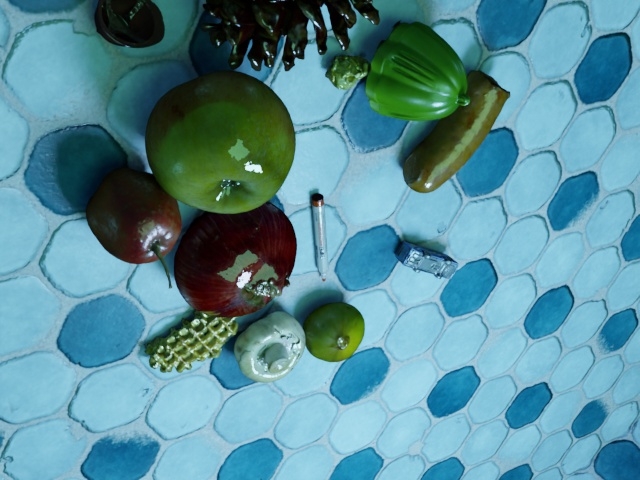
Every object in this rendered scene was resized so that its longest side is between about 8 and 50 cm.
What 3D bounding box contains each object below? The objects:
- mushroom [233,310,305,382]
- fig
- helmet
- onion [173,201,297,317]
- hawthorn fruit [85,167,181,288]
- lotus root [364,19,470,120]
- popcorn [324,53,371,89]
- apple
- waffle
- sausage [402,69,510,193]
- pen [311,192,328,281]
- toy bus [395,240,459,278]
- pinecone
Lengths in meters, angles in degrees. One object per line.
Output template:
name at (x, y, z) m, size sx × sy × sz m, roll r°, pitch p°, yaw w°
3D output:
mushroom at (-0.099, 0.219, 1.848) m, size 0.154 × 0.122 × 0.154 m, roll -13°, pitch 123°, yaw -20°
fig at (0.028, 0.195, 1.924) m, size 0.136 × 0.120 × 0.153 m, roll -61°, pitch 156°, yaw 11°
helmet at (-0.295, -0.322, 1.353) m, size 0.111 × 0.057 × 0.089 m, roll 3°, pitch 78°, yaw -41°
onion at (-0.147, 0.037, 1.666) m, size 0.248 × 0.161 × 0.248 m, roll -7°, pitch 104°, yaw -30°
hawthorn fruit at (-0.290, -0.023, 1.476) m, size 0.162 × 0.203 × 0.163 m, roll -20°, pitch 130°, yaw -26°
lotus root at (0.197, -0.281, 1.617) m, size 0.186 × 0.186 × 0.186 m, roll -18°, pitch 130°, yaw -23°
popcorn at (0.049, -0.303, 1.608) m, size 0.083 × 0.060 × 0.068 m, roll -26°, pitch 173°, yaw -7°
apple at (-0.158, -0.152, 1.443) m, size 0.260 × 0.194 × 0.261 m, roll -7°, pitch 155°, yaw -3°
waffle at (-0.250, 0.187, 1.772) m, size 0.192 × 0.046 × 0.161 m, roll -10°, pitch 129°, yaw -29°
sausage at (0.265, -0.209, 1.800) m, size 0.109 × 0.109 × 0.270 m, roll 29°, pitch 102°, yaw -44°
pen at (0.000, 0.000, 1.820) m, size 0.026 × 0.026 × 0.218 m, roll -21°, pitch 132°, yaw -21°
toy bus at (0.235, 0.043, 1.989) m, size 0.153 × 0.061 × 0.051 m, roll 15°, pitch 114°, yaw -39°
pinecone at (-0.040, -0.377, 1.372) m, size 0.309 × 0.244 × 0.244 m, roll -35°, pitch 138°, yaw 19°
